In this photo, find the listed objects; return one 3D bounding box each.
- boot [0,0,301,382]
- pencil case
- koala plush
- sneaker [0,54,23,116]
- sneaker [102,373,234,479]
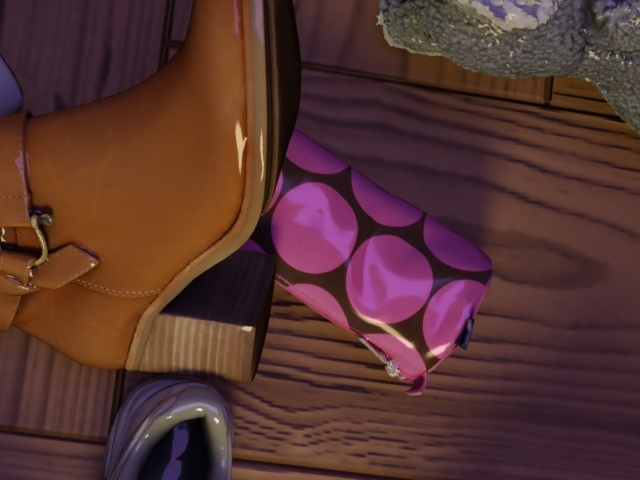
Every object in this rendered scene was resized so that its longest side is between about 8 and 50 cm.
[{"bbox_3d":[-0.127,-0.049,0.862,0.220,0.283,0.109,12,43,3],"label":"boot"},{"bbox_3d":[0.000,0.000,0.962,0.209,0.095,0.098,33,83,-2],"label":"pencil case"},{"bbox_3d":[0.153,-0.149,0.967,0.221,0.196,0.203,-3,92,-15],"label":"koala plush"},{"bbox_3d":[-0.308,-0.152,0.919,0.123,0.106,0.290,-42,92,-16],"label":"sneaker"},{"bbox_3d":[-0.100,0.184,0.899,0.090,0.115,0.232,10,79,-9],"label":"sneaker"}]
